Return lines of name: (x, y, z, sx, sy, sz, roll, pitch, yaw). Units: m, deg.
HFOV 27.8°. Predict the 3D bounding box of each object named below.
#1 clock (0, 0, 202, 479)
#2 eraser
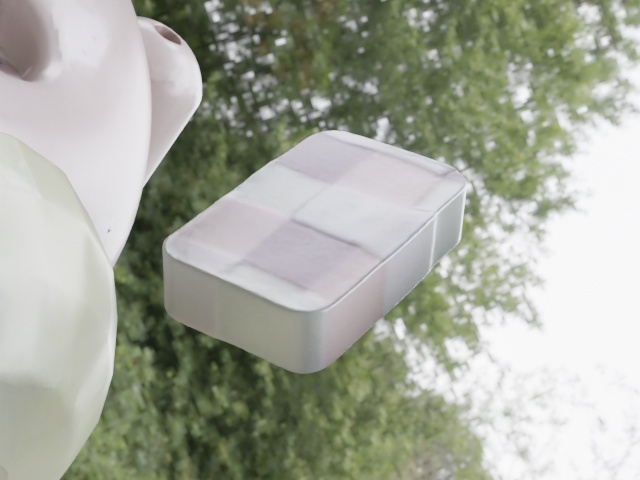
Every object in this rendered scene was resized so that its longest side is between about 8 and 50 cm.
clock: (-0.206, -0.058, 0.447, 0.184, 0.342, 0.326, -58, -174, 19)
eraser: (0.000, 0.000, 0.431, 0.065, 0.105, 0.026, 19, -54, 25)
